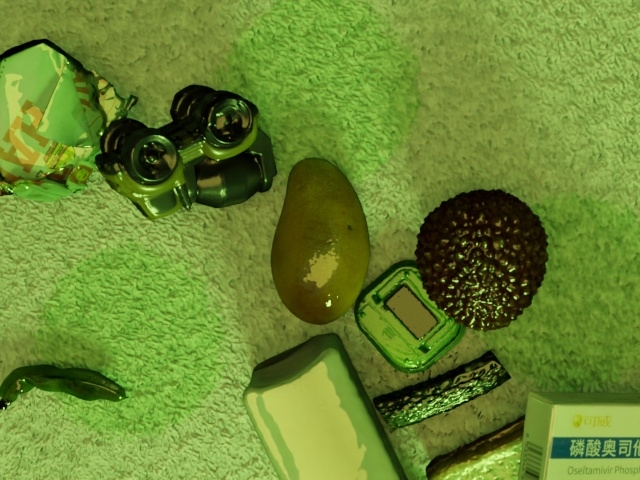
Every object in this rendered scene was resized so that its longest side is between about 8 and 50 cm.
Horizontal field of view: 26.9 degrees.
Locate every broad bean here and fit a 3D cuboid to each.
[{"bbox_3d":[-0.366,0.202,1.883,0.195,0.046,0.061,-6,105,11],"label":"broad bean"}]

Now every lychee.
[{"bbox_3d":[0.210,0.027,1.732,0.188,0.188,0.188,0,94,6],"label":"lychee"}]

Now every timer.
[{"bbox_3d":[0.122,0.104,1.823,0.128,0.047,0.140,-41,89,6],"label":"timer"}]

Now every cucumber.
[{"bbox_3d":[0.167,0.205,1.822,0.187,0.058,0.058,-23,91,8],"label":"cucumber"}]

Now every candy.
[{"bbox_3d":[0.033,0.309,1.771,0.145,0.208,0.359,-27,90,1],"label":"candy"}]

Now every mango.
[{"bbox_3d":[0.000,0.000,1.809,0.136,0.099,0.227,-1,85,13],"label":"mango"}]

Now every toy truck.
[{"bbox_3d":[-0.174,-0.103,1.777,0.224,0.147,0.165,-28,112,-19],"label":"toy truck"}]

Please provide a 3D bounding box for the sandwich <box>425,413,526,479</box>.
[{"bbox_3d":[0.304,0.376,1.796,0.254,0.099,0.288,-23,91,8],"label":"sandwich"}]

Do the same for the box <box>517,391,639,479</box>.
[{"bbox_3d":[0.409,0.298,1.713,0.343,0.065,0.200,4,94,-26],"label":"box"}]

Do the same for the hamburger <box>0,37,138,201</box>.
[{"bbox_3d":[-0.365,-0.167,1.824,0.235,0.125,0.214,-26,102,-3],"label":"hamburger"}]
